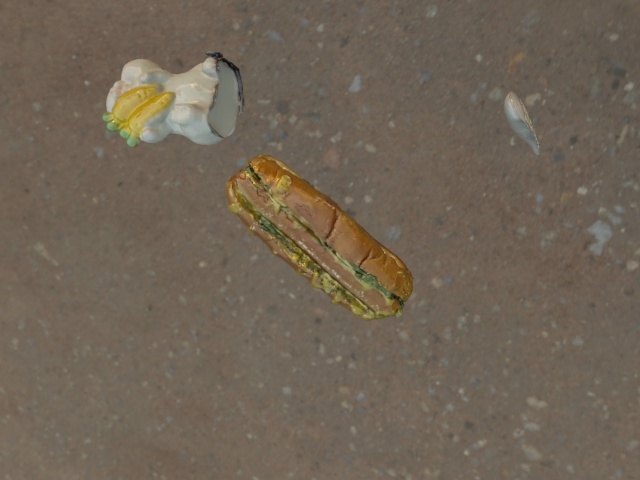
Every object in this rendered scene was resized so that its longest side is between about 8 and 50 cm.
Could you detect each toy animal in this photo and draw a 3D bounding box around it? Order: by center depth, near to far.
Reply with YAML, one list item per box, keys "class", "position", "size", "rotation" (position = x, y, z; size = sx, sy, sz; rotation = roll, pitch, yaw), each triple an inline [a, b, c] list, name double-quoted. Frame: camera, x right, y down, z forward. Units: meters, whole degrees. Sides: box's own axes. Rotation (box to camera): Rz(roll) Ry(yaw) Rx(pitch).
- class: "toy animal"
  position: [-0.320, -0.286, 1.649]
  size: [0.310, 0.247, 0.183]
  rotation: [1, 97, 27]

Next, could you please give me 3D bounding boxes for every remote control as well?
- class: "remote control"
  position: [0.426, -0.245, 1.681]
  size: [0.044, 0.229, 0.073]
  rotation: [-22, 67, 19]

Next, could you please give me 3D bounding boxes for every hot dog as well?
- class: "hot dog"
  position: [0.000, 0.000, 0.957]
  size: [0.269, 0.072, 0.115]
  rotation: [39, 125, -2]
